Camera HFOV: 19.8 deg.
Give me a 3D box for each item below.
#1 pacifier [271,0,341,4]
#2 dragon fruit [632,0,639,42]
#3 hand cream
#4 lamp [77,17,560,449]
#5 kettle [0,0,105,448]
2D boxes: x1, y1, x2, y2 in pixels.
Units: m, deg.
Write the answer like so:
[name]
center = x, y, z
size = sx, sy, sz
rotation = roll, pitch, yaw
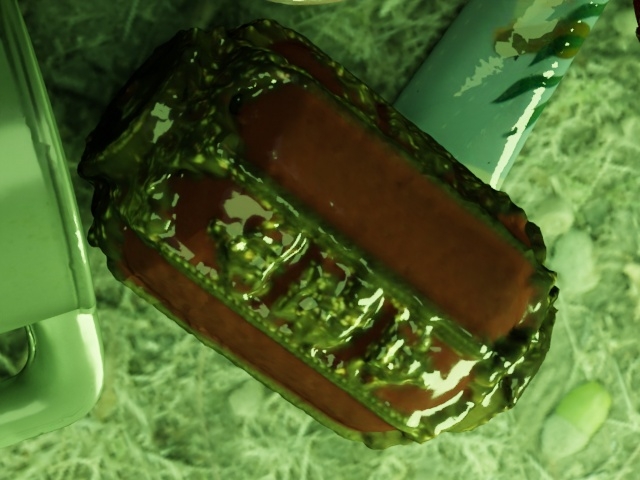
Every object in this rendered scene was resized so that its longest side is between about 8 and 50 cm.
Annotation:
[pacifier]
center = -0.004, -0.282, 0.917
size = 0.220, 0.273, 0.332
rotation = -10, 108, 12
[dragon fruit]
center = 0.258, -0.181, 1.070
size = 0.190, 0.094, 0.094
rotation = -41, 110, -9
[hand cream]
center = 0.128, -0.136, 1.069
size = 0.091, 0.058, 0.271
rotation = 30, 102, -15
[lamp]
center = 0.000, 0.000, 1.011
size = 0.274, 0.177, 0.177
rotation = 35, 95, -19
[kettle]
center = -0.281, 0.012, 0.933
size = 0.318, 0.205, 0.265
rotation = -17, 92, -10
